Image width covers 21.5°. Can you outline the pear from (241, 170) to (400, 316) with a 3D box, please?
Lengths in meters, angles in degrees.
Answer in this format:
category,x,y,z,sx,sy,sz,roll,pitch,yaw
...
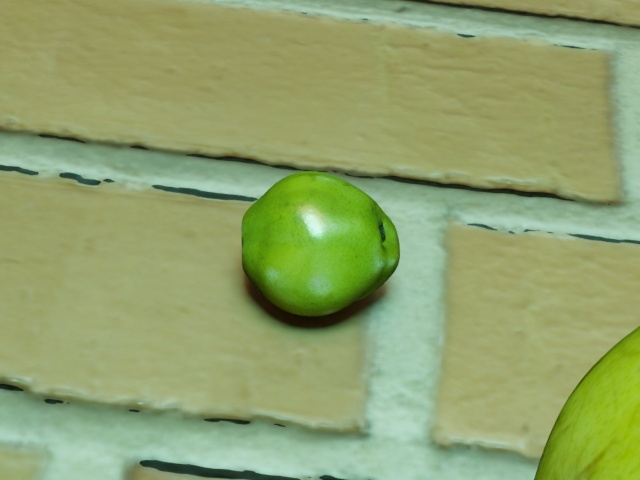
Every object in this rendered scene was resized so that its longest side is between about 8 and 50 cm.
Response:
category,x,y,z,sx,sy,sz,roll,pitch,yaw
pear,0.000,0.000,1.023,0.097,0.092,0.092,-2,36,-9

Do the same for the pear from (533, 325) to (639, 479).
category,x,y,z,sx,sy,sz,roll,pitch,yaw
pear,0.212,0.147,0.698,0.280,0.281,0.281,3,35,-2
